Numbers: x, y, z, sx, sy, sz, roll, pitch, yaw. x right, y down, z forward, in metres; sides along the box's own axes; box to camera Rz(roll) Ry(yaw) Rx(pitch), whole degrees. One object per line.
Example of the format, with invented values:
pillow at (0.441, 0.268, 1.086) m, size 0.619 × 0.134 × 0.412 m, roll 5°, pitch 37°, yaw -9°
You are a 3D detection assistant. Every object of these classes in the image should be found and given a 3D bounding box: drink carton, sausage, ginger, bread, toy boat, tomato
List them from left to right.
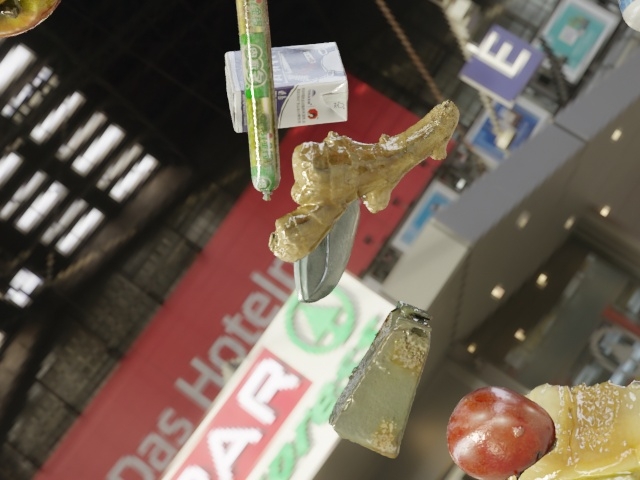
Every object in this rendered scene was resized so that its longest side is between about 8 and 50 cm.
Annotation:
sausage at (-0.065, -0.174, 1.279) m, size 0.033 × 0.033 × 0.269 m, roll -21°, pitch -71°, yaw -60°
drink carton at (-0.063, -0.291, 2.348) m, size 0.222 × 0.134 × 0.102 m, roll -6°, pitch -48°, yaw -7°
toy boat at (0.000, 0.000, 2.253) m, size 0.141 × 0.092 × 0.319 m, roll 62°, pitch -152°, yaw -33°
ginger at (0.056, -0.100, 1.792) m, size 0.334 × 0.148 × 0.081 m, roll -28°, pitch 2°, yaw -7°
tomato at (0.279, 0.302, 1.954) m, size 0.167 × 0.167 × 0.167 m, roll -47°, pitch -20°, yaw -24°
bread at (0.486, 0.398, 2.155) m, size 0.211 × 0.316 × 0.270 m, roll 59°, pitch -147°, yaw -38°

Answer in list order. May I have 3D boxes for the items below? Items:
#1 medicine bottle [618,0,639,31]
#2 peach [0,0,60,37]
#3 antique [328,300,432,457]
medicine bottle at (0.504, -0.413, 1.824) m, size 0.157 × 0.288 × 0.157 m, roll -13°, pitch -11°, yaw -3°
peach at (-0.484, -0.421, 1.729) m, size 0.281 × 0.281 × 0.238 m, roll -54°, pitch -14°, yaw -5°
antique at (0.135, 0.262, 2.409) m, size 0.125 × 0.150 × 0.284 m, roll -101°, pitch 33°, yaw -81°
